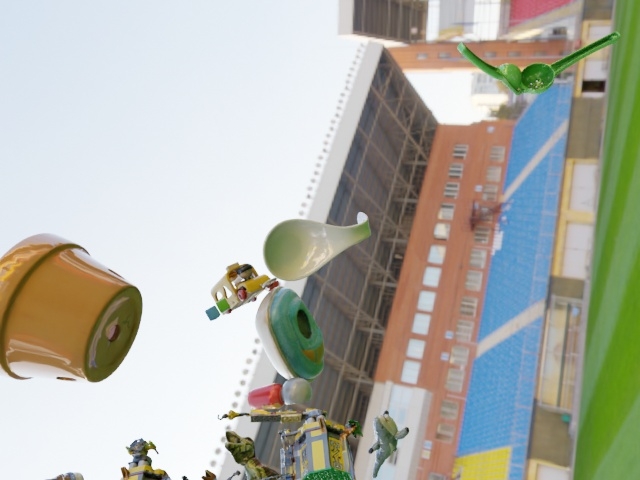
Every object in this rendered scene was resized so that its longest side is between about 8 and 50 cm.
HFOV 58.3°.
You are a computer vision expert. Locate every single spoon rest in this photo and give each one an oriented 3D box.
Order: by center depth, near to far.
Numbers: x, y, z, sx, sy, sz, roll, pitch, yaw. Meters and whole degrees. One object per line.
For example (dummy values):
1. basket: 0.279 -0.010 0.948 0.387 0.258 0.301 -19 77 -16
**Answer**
1. spoon rest: 0.000 0.000 1.269 0.277 0.084 0.137 -20 -75 -25

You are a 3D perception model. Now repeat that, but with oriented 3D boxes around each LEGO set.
1. LEGO set: -0.087 0.296 0.733 0.192 0.332 0.254 -99 -16 -57

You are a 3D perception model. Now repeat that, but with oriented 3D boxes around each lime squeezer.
1. lime squeezer: 0.343 -0.282 0.943 0.110 0.311 0.058 133 125 -67

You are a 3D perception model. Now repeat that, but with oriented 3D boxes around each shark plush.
1. shark plush: 0.124 0.435 1.231 0.067 0.073 0.161 -8 -52 -38

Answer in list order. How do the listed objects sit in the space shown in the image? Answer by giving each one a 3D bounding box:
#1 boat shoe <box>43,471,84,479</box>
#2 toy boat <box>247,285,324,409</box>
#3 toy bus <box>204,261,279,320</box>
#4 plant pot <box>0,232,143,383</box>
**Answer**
1. boat shoe: -0.448 0.422 0.897 0.183 0.066 0.066 -49 -44 14
2. toy boat: -0.065 0.276 1.380 0.267 0.148 0.318 62 -155 -27
3. toy bus: -0.203 0.109 1.464 0.104 0.202 0.191 58 -177 9
4. plant pot: -0.488 0.150 1.118 0.291 0.204 0.290 17 -90 -80
